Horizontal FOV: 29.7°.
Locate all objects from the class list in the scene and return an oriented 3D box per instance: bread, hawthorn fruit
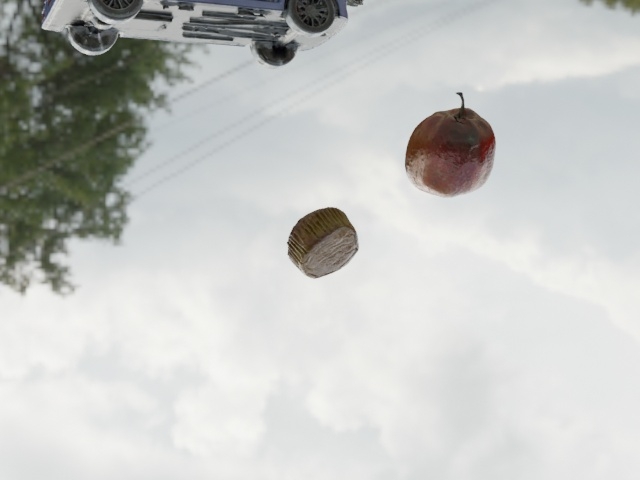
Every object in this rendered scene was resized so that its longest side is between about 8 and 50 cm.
[{"bbox_3d":[0.000,0.000,1.377,0.085,0.085,0.053,-12,-134,-32],"label":"bread"},{"bbox_3d":[0.233,-0.172,2.124,0.157,0.194,0.157,6,-146,-4],"label":"hawthorn fruit"}]

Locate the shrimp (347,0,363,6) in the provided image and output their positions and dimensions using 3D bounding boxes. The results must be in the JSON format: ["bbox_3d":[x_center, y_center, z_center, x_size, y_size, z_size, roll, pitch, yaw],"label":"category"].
[{"bbox_3d":[-0.020,-0.410,1.730,0.219,0.152,0.046,26,174,12],"label":"shrimp"}]

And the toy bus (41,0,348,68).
[{"bbox_3d":[-0.122,-0.257,1.201,0.292,0.133,0.125,1,171,-22],"label":"toy bus"}]
